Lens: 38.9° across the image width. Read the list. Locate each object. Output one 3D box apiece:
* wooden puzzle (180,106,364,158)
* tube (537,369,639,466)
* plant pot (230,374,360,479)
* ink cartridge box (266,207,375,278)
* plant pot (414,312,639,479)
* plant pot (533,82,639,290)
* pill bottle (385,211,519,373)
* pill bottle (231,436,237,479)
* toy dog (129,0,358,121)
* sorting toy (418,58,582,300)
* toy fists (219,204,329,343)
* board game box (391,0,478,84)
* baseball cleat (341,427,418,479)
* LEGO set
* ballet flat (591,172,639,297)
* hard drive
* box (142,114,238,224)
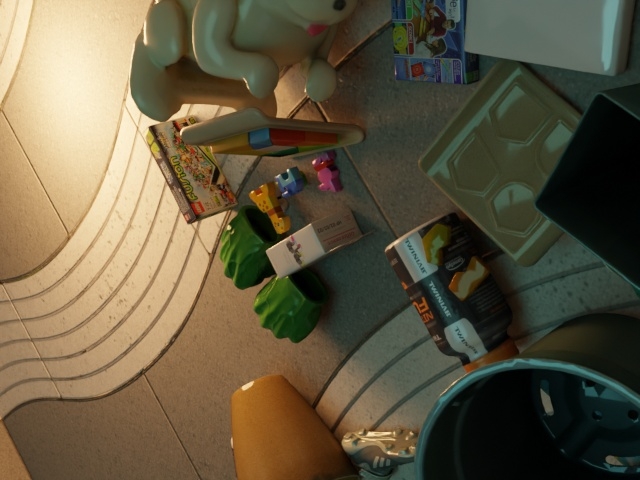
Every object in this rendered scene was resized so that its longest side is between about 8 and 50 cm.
[{"bbox_3d":[-0.081,-0.170,1.527,0.220,0.238,0.044,-6,82,47],"label":"wooden puzzle"},{"bbox_3d":[0.417,0.265,1.344,0.207,0.052,0.080,42,140,18],"label":"tube"},{"bbox_3d":[-0.080,0.407,1.805,0.237,0.237,0.254,-53,54,44],"label":"plant pot"},{"bbox_3d":[0.000,0.000,1.609,0.181,0.104,0.062,-29,86,47],"label":"ink cartridge box"},{"bbox_3d":[0.340,0.258,1.163,0.341,0.334,0.341,8,107,27],"label":"plant pot"},{"bbox_3d":[0.406,-0.084,1.057,0.165,0.234,0.166,43,133,25],"label":"plant pot"},{"bbox_3d":[0.212,0.089,1.411,0.130,0.130,0.246,-37,80,47],"label":"pill bottle"},{"bbox_3d":[-0.143,0.459,1.964,0.094,0.094,0.170,10,114,43],"label":"pill bottle"},{"bbox_3d":[-0.080,-0.390,1.431,0.407,0.284,0.396,-19,67,50],"label":"toy dog"},{"bbox_3d":[0.254,-0.076,1.302,0.229,0.041,0.307,46,112,18],"label":"sorting toy"},{"bbox_3d":[-0.096,0.068,1.749,0.279,0.096,0.142,51,126,19],"label":"toy fists"},{"bbox_3d":[0.167,-0.336,1.343,0.136,0.035,0.201,14,117,42],"label":"board game box"},{"bbox_3d":[0.131,0.403,1.691,0.205,0.072,0.110,-4,118,51],"label":"baseball cleat"},{"bbox_3d":[-0.055,-0.071,1.648,0.227,0.087,0.093,-26,87,49],"label":"LEGO set"},{"bbox_3d":[0.384,-0.016,1.196,0.087,0.083,0.247,-35,94,42],"label":"ballet flat"},{"bbox_3d":[0.301,-0.406,1.166,0.233,0.047,0.353,20,120,39],"label":"hard drive"},{"bbox_3d":[-0.259,-0.142,1.807,0.036,0.114,0.207,-32,83,48],"label":"box"}]
